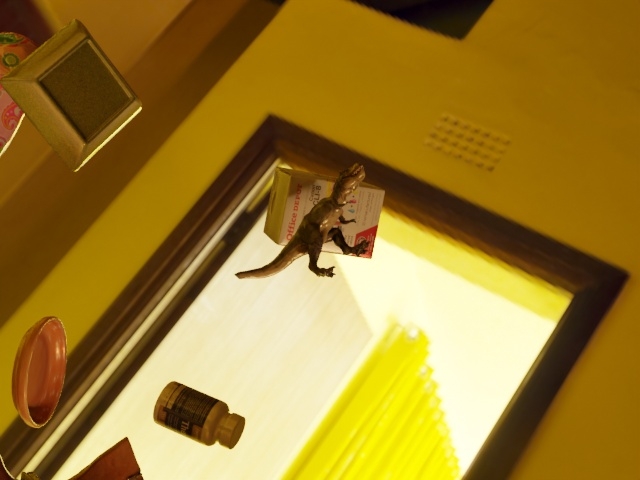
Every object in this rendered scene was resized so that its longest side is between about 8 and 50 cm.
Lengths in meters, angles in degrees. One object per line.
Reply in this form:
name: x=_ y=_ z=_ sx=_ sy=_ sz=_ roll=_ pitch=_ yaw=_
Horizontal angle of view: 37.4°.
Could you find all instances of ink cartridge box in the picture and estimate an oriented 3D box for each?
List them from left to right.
ink cartridge box: x=0.003 y=-0.049 z=1.667 sx=0.176 sy=0.128 sz=0.127 roll=8 pitch=8 yaw=-16

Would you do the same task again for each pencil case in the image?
pencil case: x=-0.564 y=-0.216 z=1.586 sx=0.124 sy=0.284 sz=0.124 roll=18 pitch=-26 yaw=9

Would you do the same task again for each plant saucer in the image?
plant saucer: x=-0.509 y=0.235 z=1.703 sx=0.037 sy=0.200 sz=0.200 roll=5 pitch=-26 yaw=4
plant saucer: x=-0.392 y=-0.242 z=1.547 sx=0.045 sy=0.188 sz=0.188 roll=-6 pitch=-52 yaw=47

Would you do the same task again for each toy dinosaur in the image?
toy dinosaur: x=0.000 y=0.000 z=1.497 sx=0.118 sy=0.268 sz=0.064 roll=40 pitch=-13 yaw=24

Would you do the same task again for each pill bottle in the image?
pill bottle: x=-0.170 y=0.250 z=1.332 sx=0.120 sy=0.067 sz=0.067 roll=20 pitch=-25 yaw=16

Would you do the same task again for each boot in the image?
boot: x=-0.467 y=0.443 z=1.740 sx=0.096 sy=0.280 sz=0.264 roll=-18 pitch=-82 yaw=59

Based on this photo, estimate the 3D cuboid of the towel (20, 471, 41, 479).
towel: x=-0.426 y=0.453 z=1.324 sx=0.021 sy=0.237 sz=0.102 roll=15 pitch=4 yaw=-39
